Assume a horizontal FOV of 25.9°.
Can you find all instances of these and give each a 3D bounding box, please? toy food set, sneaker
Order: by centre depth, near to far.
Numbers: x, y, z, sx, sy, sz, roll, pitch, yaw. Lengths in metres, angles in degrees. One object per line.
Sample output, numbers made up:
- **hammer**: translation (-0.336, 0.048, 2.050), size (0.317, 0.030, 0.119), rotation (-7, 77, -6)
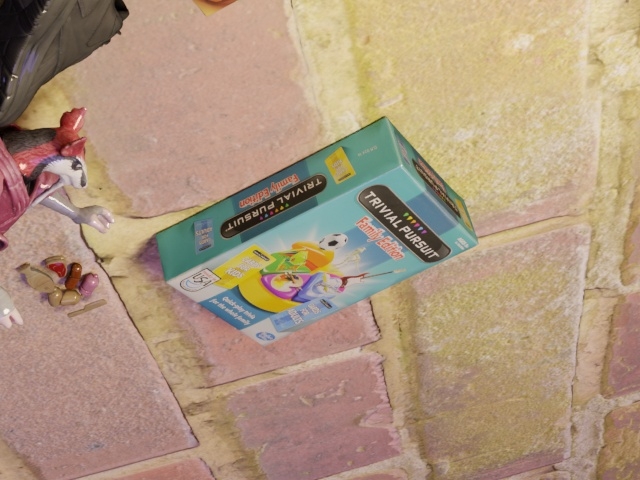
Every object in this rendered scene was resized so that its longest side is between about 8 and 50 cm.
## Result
- **sneaker**: translation (-0.256, -0.200, 1.329), size (0.130, 0.109, 0.286), rotation (-11, 159, -40)
- **toy food set**: translation (-0.325, 0.052, 1.778), size (0.078, 0.019, 0.122), rotation (-21, 141, 7)

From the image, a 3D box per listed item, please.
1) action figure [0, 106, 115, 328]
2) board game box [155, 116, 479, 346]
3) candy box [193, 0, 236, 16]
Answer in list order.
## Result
- **action figure**: translation (-0.391, -0.035, 1.478), size (0.370, 0.276, 0.248), rotation (-40, -172, 13)
- **board game box**: translation (0.000, 0.000, 1.782), size (0.336, 0.079, 0.254), rotation (-26, 148, 17)
- **candy box**: translation (-0.059, -0.296, 1.305), size (0.186, 0.053, 0.109), rotation (-26, 147, 15)
